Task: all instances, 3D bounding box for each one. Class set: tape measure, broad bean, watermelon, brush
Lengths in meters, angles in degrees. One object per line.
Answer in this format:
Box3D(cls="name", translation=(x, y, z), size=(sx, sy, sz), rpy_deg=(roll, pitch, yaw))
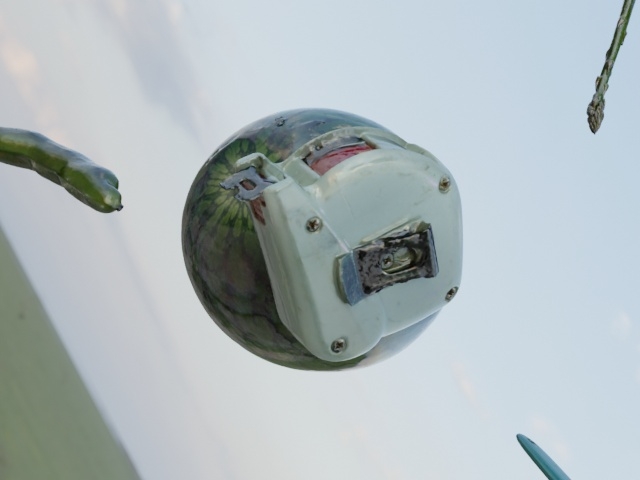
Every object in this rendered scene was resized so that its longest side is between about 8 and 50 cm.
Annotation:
Box3D(cls="tape measure", translation=(0.039, -0.003, 1.942), size=(0.125, 0.246, 0.243), rpy_deg=(45, -24, 55))
Box3D(cls="broad bean", translation=(-0.338, -0.084, 1.987), size=(0.144, 0.292, 0.049), rpy_deg=(-55, 155, -63))
Box3D(cls="watermelon", translation=(0.000, 0.000, 2.222), size=(0.363, 0.363, 0.363), rpy_deg=(60, -9, 16))
Box3D(cls="brush", translation=(0.221, 0.237, 1.552), size=(0.043, 0.032, 0.193), rpy_deg=(26, 15, -44))

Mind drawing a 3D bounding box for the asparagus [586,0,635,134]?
Box3D(cls="asparagus", translation=(0.327, -0.212, 1.975), size=(0.022, 0.232, 0.023), rpy_deg=(32, -29, -22))
